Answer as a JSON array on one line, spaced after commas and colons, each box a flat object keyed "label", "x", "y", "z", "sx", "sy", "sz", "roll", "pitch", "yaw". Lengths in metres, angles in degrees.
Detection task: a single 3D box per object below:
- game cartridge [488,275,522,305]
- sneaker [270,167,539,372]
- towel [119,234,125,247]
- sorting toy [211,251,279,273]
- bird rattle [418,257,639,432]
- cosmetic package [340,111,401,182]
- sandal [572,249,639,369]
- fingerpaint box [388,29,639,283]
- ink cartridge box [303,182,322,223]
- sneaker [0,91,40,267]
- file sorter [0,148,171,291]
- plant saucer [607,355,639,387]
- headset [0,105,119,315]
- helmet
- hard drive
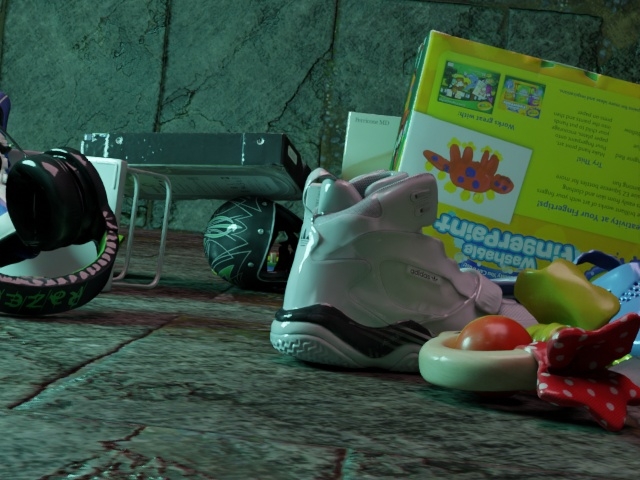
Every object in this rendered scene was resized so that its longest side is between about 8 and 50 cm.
[{"label": "game cartridge", "x": 0.144, "y": 0.079, "z": 1.744, "sx": 0.230, "sy": 0.068, "sz": 0.355, "roll": -3, "pitch": -3, "yaw": 35}, {"label": "sneaker", "x": 0.129, "y": 0.034, "z": 1.455, "sx": 0.365, "sy": 0.210, "sz": 0.137, "roll": 5, "pitch": 3, "yaw": -22}, {"label": "towel", "x": -0.453, "y": 0.009, "z": 2.238, "sx": 0.237, "sy": 0.021, "sz": 0.102, "roll": 7, "pitch": 43, "yaw": 17}, {"label": "sorting toy", "x": -0.134, "y": 0.042, "z": 2.614, "sx": 0.132, "sy": 0.046, "sz": 0.274, "roll": 6, "pitch": 3, "yaw": 10}, {"label": "bird rattle", "x": 0.197, "y": 0.119, "z": 1.267, "sx": 0.206, "sy": 0.143, "sz": 0.253, "roll": -5, "pitch": 14, "yaw": 10}, {"label": "cosmetic package", "x": 0.109, "y": -0.051, "z": 2.235, "sx": 0.160, "sy": 0.310, "sz": 0.113, "roll": 5, "pitch": 1, "yaw": 5}, {"label": "sandal", "x": 0.378, "y": 0.090, "z": 1.648, "sx": 0.126, "sy": 0.138, "sz": 0.317, "roll": 7, "pitch": 3, "yaw": -24}, {"label": "fingerpaint box", "x": 0.332, "y": -0.085, "z": 2.101, "sx": 0.444, "sy": 0.371, "sz": 0.163, "roll": 13, "pitch": -4, "yaw": -4}, {"label": "ink cartridge box", "x": 0.000, "y": 0.000, "z": 2.217, "sx": 0.066, "sy": 0.189, "sz": 0.232, "roll": 7, "pitch": 2, "yaw": 7}, {"label": "sneaker", "x": -0.478, "y": -0.056, "z": 1.942, "sx": 0.182, "sy": 0.316, "sz": 0.127, "roll": 18, "pitch": -33, "yaw": -8}, {"label": "file sorter", "x": -0.389, "y": -0.031, "z": 2.070, "sx": 0.277, "sy": 0.193, "sz": 0.173, "roll": 7, "pitch": -1, "yaw": 26}, {"label": "plant saucer", "x": 0.389, "y": 0.149, "z": 1.433, "sx": 0.194, "sy": 0.038, "sz": 0.195, "roll": 6, "pitch": 3, "yaw": 0}, {"label": "headset", "x": -0.402, "y": -0.037, "z": 1.709, "sx": 0.243, "sy": 0.185, "sz": 0.394, "roll": 3, "pitch": 41, "yaw": -26}, {"label": "helmet", "x": -0.116, "y": 0.002, "z": 2.249, "sx": 0.169, "sy": 0.169, "sz": 0.161, "roll": 8, "pitch": -12, "yaw": 46}, {"label": "hard drive", "x": -0.201, "y": -0.120, "z": 2.222, "sx": 0.338, "sy": 0.064, "sz": 0.237, "roll": 2, "pitch": -12, "yaw": 10}]
